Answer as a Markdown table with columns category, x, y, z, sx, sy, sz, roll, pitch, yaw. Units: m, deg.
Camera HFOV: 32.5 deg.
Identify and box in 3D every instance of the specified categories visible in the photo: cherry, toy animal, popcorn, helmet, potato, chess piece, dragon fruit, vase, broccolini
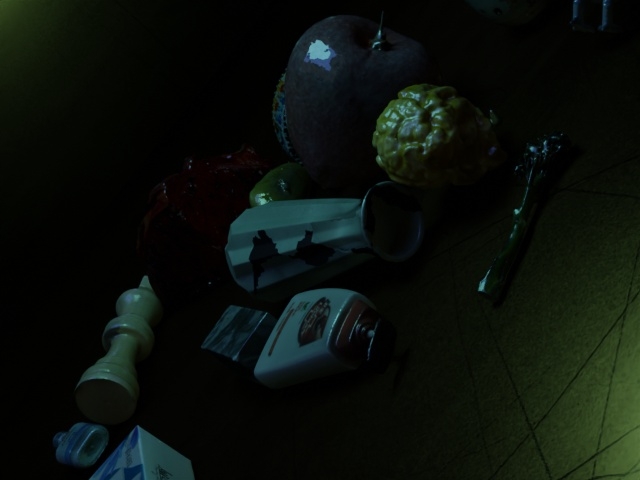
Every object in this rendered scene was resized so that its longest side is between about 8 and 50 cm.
| category | x | y | z | sx | sy | sz | roll | pitch | yaw |
| --- | --- | --- | --- | --- | --- | --- | --- | --- | --- |
| cherry | 0.065 | -0.223 | 1.770 | 0.221 | 0.261 | 0.307 | -47 | -21 | -65 |
| toy animal | 0.380 | -0.367 | 1.479 | 0.255 | 0.239 | 0.176 | 6 | -83 | -65 |
| popcorn | 0.164 | -0.140 | 1.526 | 0.170 | 0.180 | 0.180 | -36 | 24 | 39 |
| helmet | 0.321 | -0.405 | 1.754 | 0.153 | 0.107 | 0.177 | -41 | 2 | 33 |
| potato | -0.068 | -0.087 | 2.034 | 0.085 | 0.105 | 0.188 | -58 | -2 | 38 |
| chess piece | -0.386 | 0.197 | 2.193 | 0.117 | 0.117 | 0.397 | -41 | 20 | 25 |
| dragon fruit | -0.260 | -0.070 | 2.231 | 0.286 | 0.228 | 0.329 | -32 | 29 | 46 |
| vase | 0.000 | 0.000 | 1.668 | 0.360 | 0.165 | 0.165 | -13 | 41 | 53 |
| broccolini | 0.240 | -0.039 | 1.346 | 0.254 | 0.057 | 0.071 | -58 | -22 | -29 |

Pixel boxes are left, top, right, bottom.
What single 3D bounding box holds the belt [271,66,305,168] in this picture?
| category | x | y | z | sx | sy | sz | roll | pitch | yaw |
| --- | --- | --- | --- | --- | --- | --- | --- | --- | --- |
| belt | 0.028 | -0.246 | 1.949 | 0.257 | 0.207 | 0.150 | -57 | 21 | 6 |

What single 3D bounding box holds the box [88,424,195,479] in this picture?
| category | x | y | z | sx | sy | sz | roll | pitch | yaw |
| --- | --- | --- | --- | --- | --- | --- | --- | --- | --- |
| box | -0.273 | 0.416 | 1.543 | 0.203 | 0.116 | 0.274 | -50 | 20 | 5 |

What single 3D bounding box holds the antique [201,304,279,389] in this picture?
| category | x | y | z | sx | sy | sz | roll | pitch | yaw |
| --- | --- | --- | --- | --- | --- | --- | --- | --- | --- |
| antique | -0.107 | 0.161 | 1.688 | 0.088 | 0.086 | 0.183 | -54 | 20 | -13 |

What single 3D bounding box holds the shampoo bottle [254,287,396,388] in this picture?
| category | x | y | z | sx | sy | sz | roll | pitch | yaw |
| --- | --- | --- | --- | --- | --- | --- | --- | --- | --- |
| shampoo bottle | 0.018 | 0.133 | 1.485 | 0.153 | 0.071 | 0.284 | -60 | 20 | -20 |

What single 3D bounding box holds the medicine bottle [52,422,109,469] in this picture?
| category | x | y | z | sx | sy | sz | roll | pitch | yaw |
| --- | --- | --- | --- | --- | --- | --- | --- | --- | --- |
| medicine bottle | -0.466 | 0.391 | 2.101 | 0.090 | 0.053 | 0.208 | -58 | 21 | -21 |
